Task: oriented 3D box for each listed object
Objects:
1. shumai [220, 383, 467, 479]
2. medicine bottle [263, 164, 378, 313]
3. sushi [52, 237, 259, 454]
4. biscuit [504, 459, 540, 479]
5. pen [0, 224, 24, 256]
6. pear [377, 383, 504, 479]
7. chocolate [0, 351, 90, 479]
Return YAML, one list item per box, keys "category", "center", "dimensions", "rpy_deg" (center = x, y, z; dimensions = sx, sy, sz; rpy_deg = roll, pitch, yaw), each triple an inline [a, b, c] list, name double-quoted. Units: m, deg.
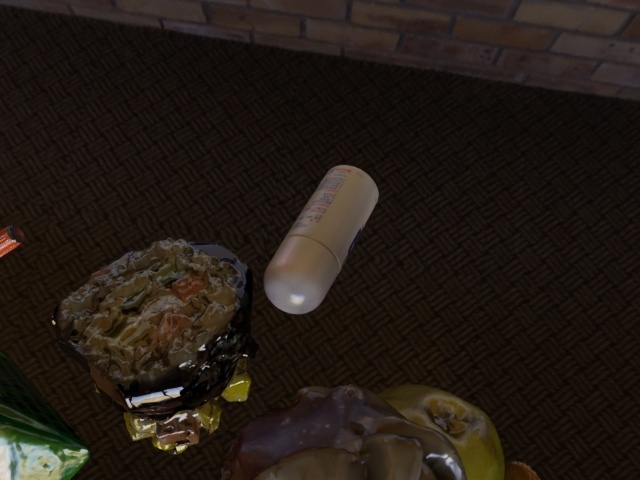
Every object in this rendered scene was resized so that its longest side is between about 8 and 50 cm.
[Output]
- category: "shumai"
  center: [0.051, 0.175, 0.339]
  dimensions: [0.218, 0.184, 0.186]
  rpy_deg: [-1, 118, -15]
- category: "medicine bottle"
  center: [0.000, 0.000, 1.208]
  dimensions: [0.130, 0.130, 0.341]
  rpy_deg: [26, 53, 6]
- category: "sushi"
  center: [-0.264, 0.189, 1.093]
  dimensions: [0.327, 0.285, 0.329]
  rpy_deg: [22, 56, 33]
- category: "biscuit"
  center: [0.303, 0.496, 1.069]
  dimensions: [0.247, 0.029, 0.118]
  rpy_deg: [-50, 41, 22]
- category: "pen"
  center: [-0.447, 0.043, 0.718]
  dimensions: [0.239, 0.028, 0.028]
  rpy_deg: [-27, 74, 18]
- category: "pear"
  center: [0.149, 0.423, 1.050]
  dimensions: [0.287, 0.375, 0.287]
  rpy_deg: [22, 32, -15]
- category: "chocolate"
  center: [-0.544, 0.225, 0.792]
  dimensions: [0.360, 0.341, 0.162]
  rpy_deg: [17, 74, 45]
